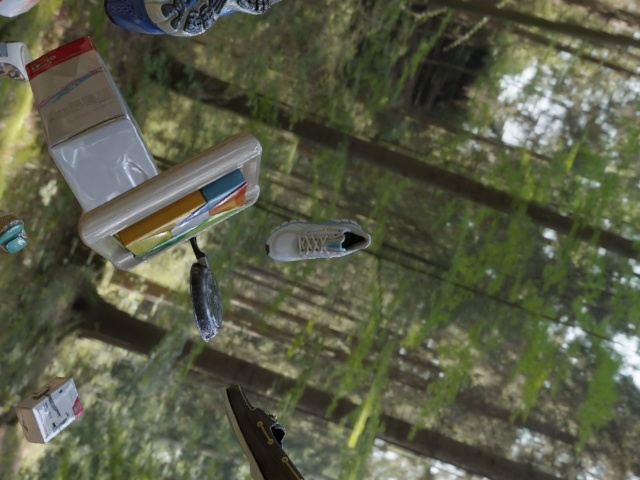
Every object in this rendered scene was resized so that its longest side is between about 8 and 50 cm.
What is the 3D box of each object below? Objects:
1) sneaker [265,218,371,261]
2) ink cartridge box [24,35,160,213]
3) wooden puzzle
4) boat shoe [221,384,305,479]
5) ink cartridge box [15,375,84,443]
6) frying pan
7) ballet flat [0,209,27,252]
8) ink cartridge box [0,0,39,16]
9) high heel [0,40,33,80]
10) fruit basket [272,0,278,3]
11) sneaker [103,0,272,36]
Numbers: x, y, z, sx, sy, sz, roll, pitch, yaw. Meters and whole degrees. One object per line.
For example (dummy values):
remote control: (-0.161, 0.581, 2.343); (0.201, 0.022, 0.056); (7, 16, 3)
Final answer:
sneaker: (0.000, 0.000, 1.437); (0.083, 0.191, 0.071); (-156, -122, -64)
ink cartridge box: (-0.357, -0.162, 1.357); (0.306, 0.131, 0.226); (58, -9, 49)
wooden puzzle: (-0.167, -0.032, 1.011); (0.221, 0.044, 0.238); (-29, 171, -9)
boat shoe: (-0.079, 0.289, 1.189); (0.227, 0.069, 0.081); (57, -11, 42)
ink cartridge box: (-0.623, 0.391, 1.928); (0.135, 0.056, 0.099); (-42, 125, -54)
frying pan: (-0.285, 0.096, 2.076); (0.197, 0.053, 0.326); (73, 9, -55)
ballet flat: (-0.637, -0.024, 1.681); (0.073, 0.067, 0.206); (-34, 179, -21)
ink cartridge box: (-0.534, -0.452, 1.507); (0.145, 0.045, 0.179); (-29, -160, 22)
high heel: (-0.837, -0.451, 2.095); (0.261, 0.186, 0.093); (27, 60, -86)
fruit basket: (-0.091, -0.670, 1.682); (0.327, 0.353, 0.165); (-32, 172, -27)
sneaker: (-0.179, -0.363, 1.162); (0.330, 0.147, 0.129); (-42, 130, -55)
